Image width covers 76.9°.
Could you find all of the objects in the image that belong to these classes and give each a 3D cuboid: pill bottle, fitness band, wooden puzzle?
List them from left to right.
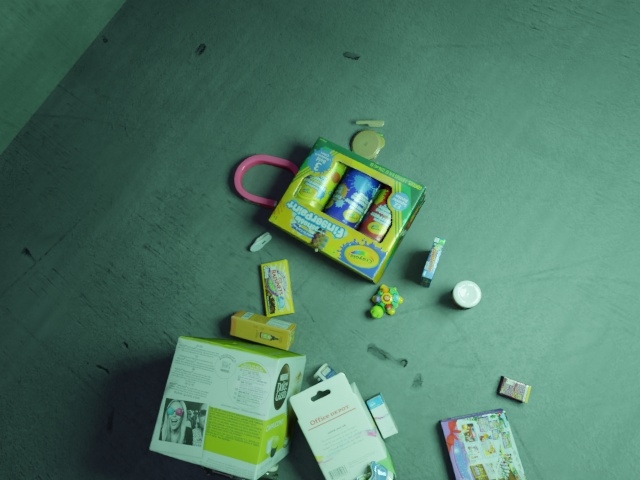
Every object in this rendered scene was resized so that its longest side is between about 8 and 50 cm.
[{"bbox_3d":[-0.211,-0.240,1.637,0.290,0.054,0.209,16,80,14],"label":"fitness band"},{"bbox_3d":[0.000,0.000,1.388,0.049,0.006,0.083,30,90,17],"label":"wooden puzzle"},{"bbox_3d":[0.040,0.488,1.387,0.120,0.067,0.067,41,87,18],"label":"pill bottle"},{"bbox_3d":[0.473,0.184,1.328,0.085,0.152,0.086,-3,75,11],"label":"pill bottle"}]

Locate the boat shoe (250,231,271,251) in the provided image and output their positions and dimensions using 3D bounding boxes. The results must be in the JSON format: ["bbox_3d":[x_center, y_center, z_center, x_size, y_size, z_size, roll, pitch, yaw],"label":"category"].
[{"bbox_3d":[-0.239,0.004,1.593,0.100,0.035,0.035,-40,44,4],"label":"boat shoe"}]

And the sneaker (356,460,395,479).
[{"bbox_3d":[0.125,0.745,1.185,0.081,0.080,0.211,41,83,9],"label":"sneaker"}]

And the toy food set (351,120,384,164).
[{"bbox_3d":[0.187,-0.377,1.600,0.132,0.038,0.192,8,89,19],"label":"toy food set"}]

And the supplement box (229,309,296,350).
[{"bbox_3d":[-0.209,0.324,1.470,0.233,0.080,0.078,12,102,16],"label":"supplement box"}]

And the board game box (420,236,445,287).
[{"bbox_3d":[0.374,0.078,1.351,0.035,0.201,0.136,19,80,16],"label":"board game box"}]

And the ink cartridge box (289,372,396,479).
[{"bbox_3d":[0.067,0.603,1.284,0.207,0.119,0.354,-26,87,4],"label":"ink cartridge box"}]

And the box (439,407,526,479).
[{"bbox_3d":[0.508,0.691,1.240,0.200,0.057,0.294,-14,73,8],"label":"box"}]

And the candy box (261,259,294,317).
[{"bbox_3d":[-0.163,0.181,1.531,0.105,0.027,0.206,-11,74,7],"label":"candy box"}]

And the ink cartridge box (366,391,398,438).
[{"bbox_3d":[0.203,0.570,1.319,0.052,0.088,0.123,-29,72,3],"label":"ink cartridge box"}]

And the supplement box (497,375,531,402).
[{"bbox_3d":[0.614,0.472,1.281,0.083,0.043,0.055,19,81,15],"label":"supplement box"}]

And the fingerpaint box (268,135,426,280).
[{"bbox_3d":[0.099,-0.112,1.475,0.444,0.163,0.371,30,86,17],"label":"fingerpaint box"}]

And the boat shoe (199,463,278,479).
[{"bbox_3d":[-0.309,0.778,1.365,0.334,0.112,0.096,7,73,10],"label":"boat shoe"}]

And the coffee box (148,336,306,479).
[{"bbox_3d":[-0.269,0.508,1.306,0.337,0.338,0.335,8,77,14],"label":"coffee box"}]

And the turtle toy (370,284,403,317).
[{"bbox_3d":[0.226,0.218,1.417,0.095,0.066,0.130,36,85,18],"label":"turtle toy"}]
